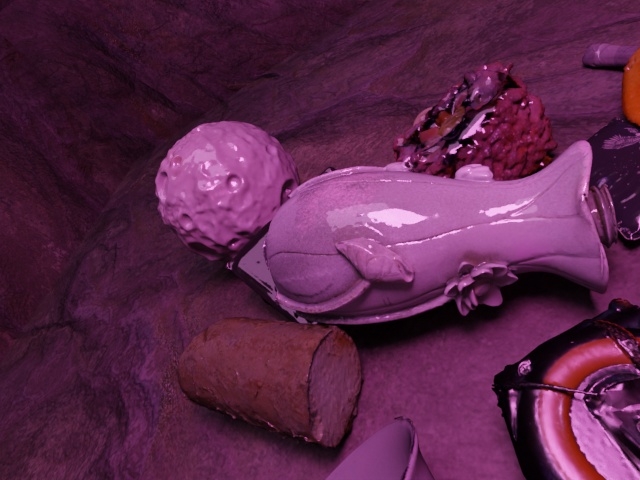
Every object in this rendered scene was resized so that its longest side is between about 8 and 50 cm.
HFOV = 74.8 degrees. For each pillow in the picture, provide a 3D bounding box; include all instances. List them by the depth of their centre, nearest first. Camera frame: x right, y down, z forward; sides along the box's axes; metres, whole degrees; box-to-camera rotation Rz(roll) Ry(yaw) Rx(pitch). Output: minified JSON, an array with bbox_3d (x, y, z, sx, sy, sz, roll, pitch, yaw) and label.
[{"bbox_3d":[0.435,-0.094,0.595,0.141,0.055,0.208,-37,33,17],"label":"pillow"}]

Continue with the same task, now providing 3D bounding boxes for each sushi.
[{"bbox_3d":[0.257,-0.177,0.762,0.270,0.171,0.236,-44,34,3],"label":"sushi"}]

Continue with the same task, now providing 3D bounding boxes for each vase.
[{"bbox_3d":[0.151,-0.005,0.600,0.446,0.250,0.249,-8,45,29],"label":"vase"}]

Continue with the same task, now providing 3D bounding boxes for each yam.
[{"bbox_3d":[-0.083,0.208,0.660,0.305,0.168,0.168,-4,48,41],"label":"yam"}]

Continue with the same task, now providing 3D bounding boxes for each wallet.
[{"bbox_3d":[0.000,0.000,0.836,0.247,0.041,0.323,33,69,29],"label":"wallet"}]

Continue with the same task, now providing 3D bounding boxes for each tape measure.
[{"bbox_3d":[0.277,0.173,0.372,0.202,0.135,0.222,-30,40,1],"label":"tape measure"}]

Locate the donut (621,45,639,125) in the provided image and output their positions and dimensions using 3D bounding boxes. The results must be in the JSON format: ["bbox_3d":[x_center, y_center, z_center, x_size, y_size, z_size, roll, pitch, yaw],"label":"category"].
[{"bbox_3d":[0.528,-0.240,0.604,0.162,0.066,0.178,166,119,-72],"label":"donut"}]

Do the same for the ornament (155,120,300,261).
[{"bbox_3d":[-0.200,-0.113,0.993,0.337,0.337,0.337,-26,36,21],"label":"ornament"}]

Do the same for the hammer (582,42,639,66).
[{"bbox_3d":[0.576,-0.275,0.650,0.152,0.044,0.427,-66,23,16],"label":"hammer"}]

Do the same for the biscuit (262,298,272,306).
[{"bbox_3d":[-0.044,0.066,0.884,0.192,0.049,0.192,-19,39,16],"label":"biscuit"}]

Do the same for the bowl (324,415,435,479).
[{"bbox_3d":[0.023,0.341,0.359,0.157,0.345,0.345,43,82,12],"label":"bowl"}]
